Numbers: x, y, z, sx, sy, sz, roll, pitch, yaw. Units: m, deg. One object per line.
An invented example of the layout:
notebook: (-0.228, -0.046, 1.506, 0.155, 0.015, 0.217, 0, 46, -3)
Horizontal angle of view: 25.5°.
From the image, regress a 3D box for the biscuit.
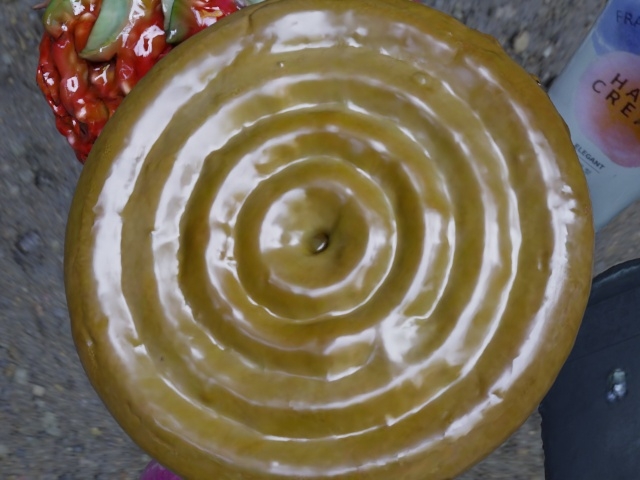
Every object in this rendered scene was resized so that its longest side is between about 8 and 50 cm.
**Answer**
biscuit: (0.000, 0.000, 0.669, 0.262, 0.037, 0.261, -3, 76, 11)

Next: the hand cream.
hand cream: (0.196, -0.067, 1.015, 0.124, 0.340, 0.078, 41, 56, 6)

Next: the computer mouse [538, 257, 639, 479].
computer mouse: (0.278, 0.140, 1.231, 0.087, 0.168, 0.295, 39, 43, -31)

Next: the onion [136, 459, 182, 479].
onion: (-0.079, 0.248, 1.176, 0.177, 0.153, 0.177, -1, 120, -2)

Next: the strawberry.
strawberry: (-0.050, -0.086, 1.021, 0.292, 0.292, 0.343, -19, 126, -5)
